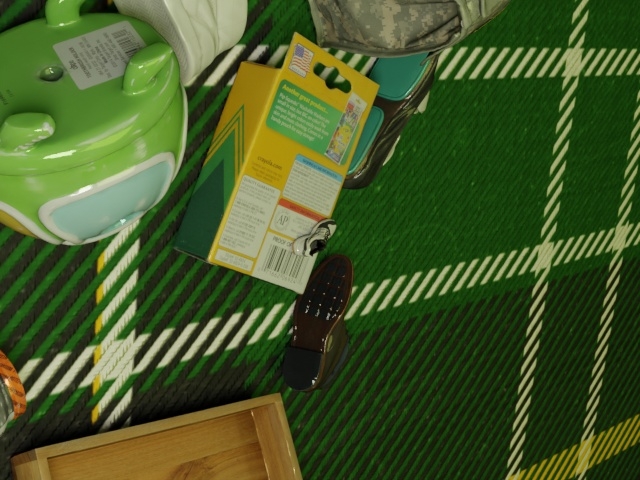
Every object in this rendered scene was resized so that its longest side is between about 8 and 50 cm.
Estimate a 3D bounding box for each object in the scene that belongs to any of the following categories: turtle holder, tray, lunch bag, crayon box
[{"bbox_3d":[-0.285,-0.095,1.133,0.320,0.243,0.227,-52,153,-34],"label":"turtle holder"},{"bbox_3d":[-0.198,0.343,1.442,0.411,0.076,0.202,-5,76,-47],"label":"tray"},{"bbox_3d":[0.157,-0.358,1.476,0.235,0.287,0.168,-42,130,-31],"label":"lunch bag"},{"bbox_3d":[-0.056,-0.106,1.489,0.203,0.083,0.322,23,88,-49],"label":"crayon box"}]

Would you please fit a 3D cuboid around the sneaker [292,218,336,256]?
[{"bbox_3d":[0.000,0.000,1.499,0.083,0.037,0.031,-40,129,-34],"label":"sneaker"}]

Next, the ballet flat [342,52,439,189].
[{"bbox_3d":[0.102,-0.199,1.631,0.280,0.095,0.096,-56,147,-2],"label":"ballet flat"}]

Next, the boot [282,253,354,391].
[{"bbox_3d":[0.005,0.132,1.669,0.106,0.082,0.219,45,64,-69],"label":"boot"}]

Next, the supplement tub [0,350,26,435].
[{"bbox_3d":[-0.427,0.194,1.171,0.190,0.117,0.117,-27,123,-38],"label":"supplement tub"}]

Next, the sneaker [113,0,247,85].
[{"bbox_3d":[-0.181,-0.345,1.272,0.169,0.108,0.292,-47,128,-50],"label":"sneaker"}]
